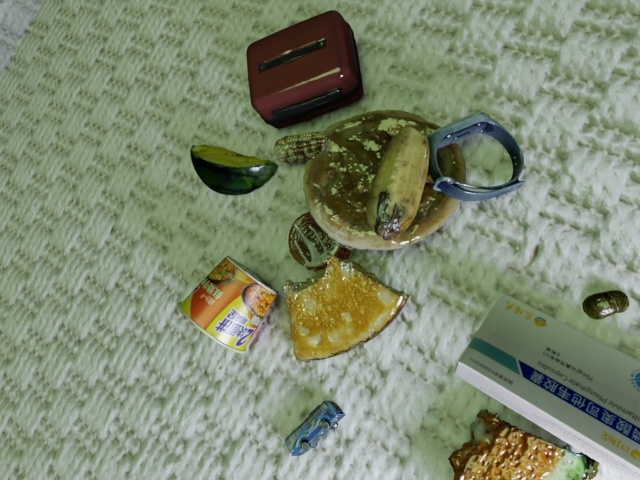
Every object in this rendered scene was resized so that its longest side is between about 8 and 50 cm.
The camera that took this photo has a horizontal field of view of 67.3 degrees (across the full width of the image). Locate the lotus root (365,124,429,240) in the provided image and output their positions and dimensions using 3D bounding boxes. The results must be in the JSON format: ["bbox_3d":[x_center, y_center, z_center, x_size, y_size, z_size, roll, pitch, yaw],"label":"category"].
[{"bbox_3d":[0.169,-0.122,1.032,0.110,0.097,0.258,21,81,-4],"label":"lotus root"}]

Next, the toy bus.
[{"bbox_3d":[-0.013,0.435,1.110,0.153,0.051,0.061,-47,58,7],"label":"toy bus"}]

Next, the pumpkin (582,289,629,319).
[{"bbox_3d":[0.560,0.123,0.940,0.083,0.028,0.050,-23,67,13],"label":"pumpkin"}]

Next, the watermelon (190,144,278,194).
[{"bbox_3d":[-0.274,-0.211,1.382,0.301,0.123,0.129,20,54,28],"label":"watermelon"}]

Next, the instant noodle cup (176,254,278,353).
[{"bbox_3d":[-0.220,0.150,1.200,0.213,0.213,0.174,34,84,27],"label":"instant noodle cup"}]

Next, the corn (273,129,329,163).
[{"bbox_3d":[-0.008,-0.254,1.266,0.237,0.079,0.079,-8,74,22],"label":"corn"}]

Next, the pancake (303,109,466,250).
[{"bbox_3d":[0.136,-0.149,1.134,0.383,0.071,0.381,-2,72,8],"label":"pancake"}]

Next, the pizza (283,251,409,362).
[{"bbox_3d":[0.037,0.148,1.124,0.324,0.089,0.223,-34,87,20],"label":"pizza"}]

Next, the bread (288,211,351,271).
[{"bbox_3d":[0.000,0.000,1.199,0.161,0.073,0.160,-6,73,22],"label":"bread"}]

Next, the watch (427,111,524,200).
[{"bbox_3d":[0.334,-0.174,1.053,0.207,0.068,0.192,-23,77,-8],"label":"watch"}]

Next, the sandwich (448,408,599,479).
[{"bbox_3d":[0.349,0.455,0.913,0.212,0.109,0.292,38,89,36],"label":"sandwich"}]

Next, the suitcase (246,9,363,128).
[{"bbox_3d":[-0.044,-0.448,1.283,0.297,0.161,0.236,-14,73,20],"label":"suitcase"}]

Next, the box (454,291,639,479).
[{"bbox_3d":[0.449,0.255,0.883,0.344,0.065,0.200,28,57,27],"label":"box"}]
